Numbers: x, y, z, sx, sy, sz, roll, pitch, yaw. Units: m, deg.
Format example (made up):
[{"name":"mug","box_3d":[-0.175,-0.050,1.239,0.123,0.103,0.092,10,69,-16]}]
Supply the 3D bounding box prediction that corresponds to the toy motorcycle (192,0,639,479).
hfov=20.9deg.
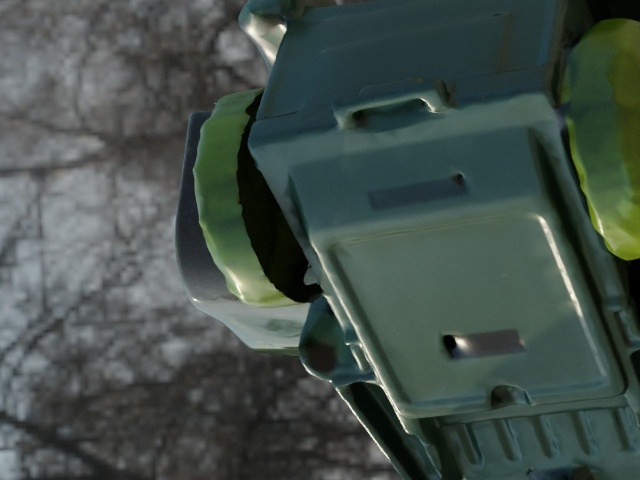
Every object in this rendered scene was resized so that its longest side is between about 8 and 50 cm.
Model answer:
[{"name":"toy motorcycle","box_3d":[0.095,0.009,0.806,0.200,0.191,0.326,-76,-31,-43]}]

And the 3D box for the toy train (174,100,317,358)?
[{"name":"toy train","box_3d":[0.000,0.000,1.169,0.326,0.129,0.159,33,-121,-71]}]
